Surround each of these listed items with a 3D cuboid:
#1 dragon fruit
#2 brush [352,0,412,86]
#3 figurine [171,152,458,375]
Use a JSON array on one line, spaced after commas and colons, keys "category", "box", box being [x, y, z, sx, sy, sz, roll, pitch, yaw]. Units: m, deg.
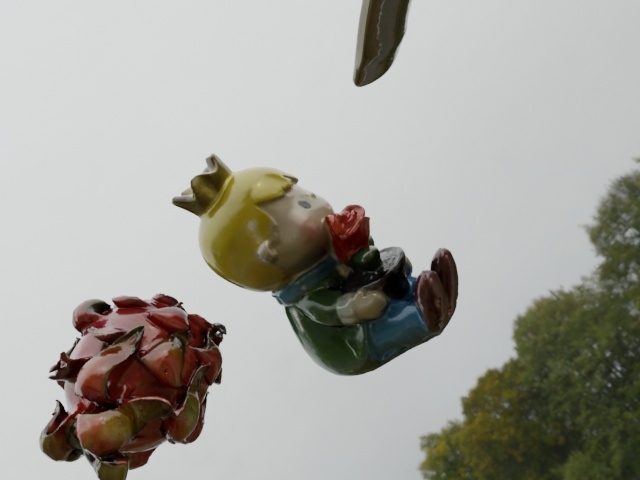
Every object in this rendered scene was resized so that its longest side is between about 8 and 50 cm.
[{"category": "dragon fruit", "box": [-0.253, 0.185, 0.947, 0.307, 0.228, 0.243, 103, 179, -77]}, {"category": "brush", "box": [0.070, -0.211, 0.430, 0.060, 0.050, 0.321, -45, -17, -26]}, {"category": "figurine", "box": [-0.005, 0.005, 0.620, 0.185, 0.234, 0.127, -28, 9, 46]}]
